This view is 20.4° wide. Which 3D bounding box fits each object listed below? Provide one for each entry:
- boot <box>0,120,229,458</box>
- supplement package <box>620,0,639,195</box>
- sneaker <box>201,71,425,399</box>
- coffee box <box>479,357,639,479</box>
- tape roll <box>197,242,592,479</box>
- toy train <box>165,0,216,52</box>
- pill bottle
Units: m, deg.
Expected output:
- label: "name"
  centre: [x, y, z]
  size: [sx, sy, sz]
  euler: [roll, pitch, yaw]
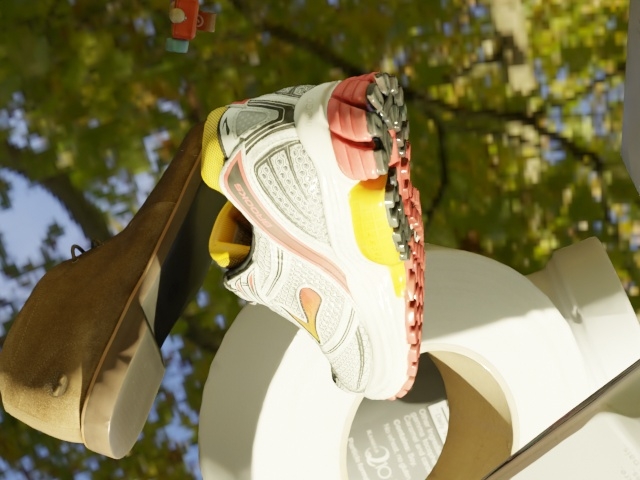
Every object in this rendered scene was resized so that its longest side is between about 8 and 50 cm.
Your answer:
- label: "boot"
  centre: [-0.151, 0.016, 1.370]
  size: [0.115, 0.112, 0.305]
  euler: [14, -124, 16]
- label: "supplement package"
  centre: [0.354, -0.113, 1.419]
  size: [0.175, 0.293, 0.177]
  euler: [-16, -124, -4]
- label: "sneaker"
  centre: [0.000, 0.000, 0.823]
  size: [0.092, 0.225, 0.088]
  euler: [-2, -125, 9]
- label: "coffee box"
  centre: [0.285, 0.197, 0.988]
  size: [0.338, 0.334, 0.338]
  euler: [-32, -99, -32]
- label: "tape roll"
  centre: [0.059, 0.142, 1.299]
  size: [0.286, 0.286, 0.100]
  euler: [-36, -159, -20]
- label: "toy train"
  centre: [-0.097, -0.238, 1.477]
  size: [0.046, 0.166, 0.125]
  euler: [7, -174, -7]
- label: "pill bottle"
  centre: [0.106, 0.144, 1.553]
  size: [0.363, 0.210, 0.210]
  euler: [-23, -131, 6]
